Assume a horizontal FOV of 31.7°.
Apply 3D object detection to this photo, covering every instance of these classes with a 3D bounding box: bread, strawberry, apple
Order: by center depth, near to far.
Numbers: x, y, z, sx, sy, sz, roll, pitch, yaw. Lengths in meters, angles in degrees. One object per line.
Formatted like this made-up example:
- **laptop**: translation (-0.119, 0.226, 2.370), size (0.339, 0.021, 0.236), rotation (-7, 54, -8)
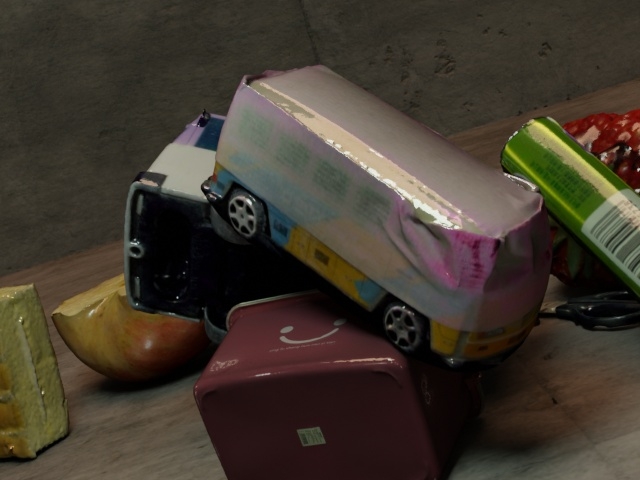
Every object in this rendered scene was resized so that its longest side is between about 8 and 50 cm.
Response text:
- **strawberry**: translation (0.421, -0.064, 1.565), size (0.250, 0.239, 0.288), rotation (-2, 11, 35)
- **bread**: translation (-0.501, 0.198, 1.635), size (0.246, 0.239, 0.111), rotation (-7, 10, 31)
- **apple**: translation (-0.256, 0.125, 1.765), size (0.292, 0.163, 0.251), rotation (-16, 9, 28)

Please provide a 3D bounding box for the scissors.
- **scissors**: translation (0.314, 0.091, 1.509), size (0.109, 0.022, 0.300), rotation (-23, 13, -41)

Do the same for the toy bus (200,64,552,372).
- **toy bus**: translation (0.060, -0.036, 1.145), size (0.386, 0.162, 0.171), rotation (35, 44, 30)

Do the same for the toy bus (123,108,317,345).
- **toy bus**: translation (0.000, 0.000, 1.387), size (0.439, 0.209, 0.249), rotation (12, 38, 6)

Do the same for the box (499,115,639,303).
- **box**: translation (0.345, -0.005, 1.293), size (0.097, 0.134, 0.345), rotation (-43, 46, 6)

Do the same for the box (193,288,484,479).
- **box**: translation (0.016, 0.167, 1.220), size (0.294, 0.193, 0.167), rotation (-11, 23, 24)
